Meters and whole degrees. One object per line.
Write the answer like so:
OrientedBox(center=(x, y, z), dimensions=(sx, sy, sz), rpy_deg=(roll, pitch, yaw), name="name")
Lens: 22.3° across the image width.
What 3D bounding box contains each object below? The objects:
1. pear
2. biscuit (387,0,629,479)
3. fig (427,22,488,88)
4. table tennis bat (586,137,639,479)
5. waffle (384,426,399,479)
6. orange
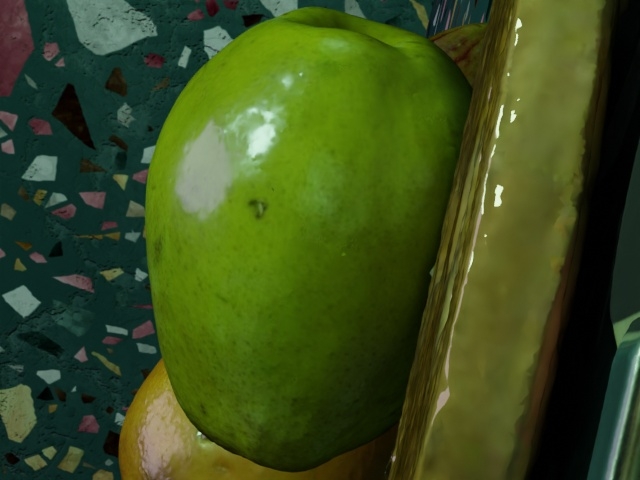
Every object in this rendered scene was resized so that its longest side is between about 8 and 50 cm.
OrientedBox(center=(0.000, 0.000, 1.094), dimensions=(0.253, 0.252, 0.307), rpy_deg=(-79, -5, -77), name="pear")
OrientedBox(center=(0.089, 0.023, 0.813), dimensions=(0.365, 0.062, 0.385), rpy_deg=(20, -98, -89), name="biscuit")
OrientedBox(center=(0.127, -0.150, 1.351), dimensions=(0.125, 0.089, 0.089), rpy_deg=(-49, 6, 11), name="fig")
OrientedBox(center=(0.118, -0.001, 0.534), dimensions=(0.173, 0.022, 0.301), rpy_deg=(109, 175, -80), name="table tennis bat")
OrientedBox(center=(0.060, 0.198, 1.155), dimensions=(0.183, 0.036, 0.169), rpy_deg=(68, -148, -88), name="waffle")
OrientedBox(center=(-0.052, 0.193, 1.461), dimensions=(0.261, 0.261, 0.261), rpy_deg=(-167, 90, -90), name="orange")
